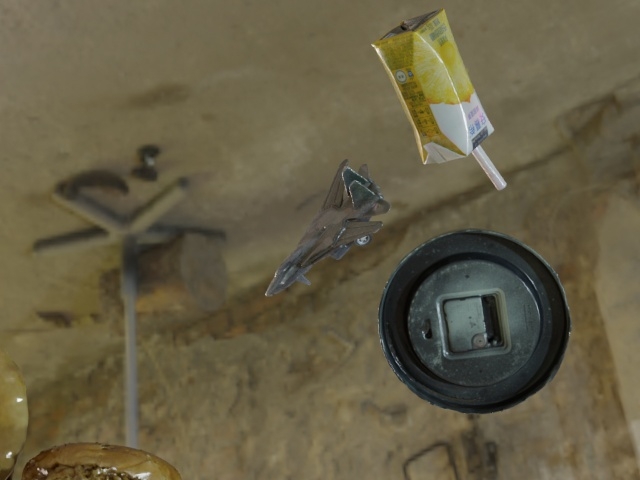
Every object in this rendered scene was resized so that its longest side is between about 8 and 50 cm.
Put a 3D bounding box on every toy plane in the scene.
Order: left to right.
[{"bbox_3d":[0.009,0.005,1.805,0.088,0.212,0.267,25,112,-30],"label":"toy plane"}]

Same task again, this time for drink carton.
[{"bbox_3d":[0.132,-0.138,1.158,0.075,0.084,0.200,-7,116,42],"label":"drink carton"}]

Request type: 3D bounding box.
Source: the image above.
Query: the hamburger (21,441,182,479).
[{"bbox_3d":[-0.276,0.376,1.395,0.261,0.211,0.245,24,133,-32],"label":"hamburger"}]

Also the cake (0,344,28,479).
[{"bbox_3d":[-0.595,0.281,1.531,0.333,0.332,0.321,7,151,-25],"label":"cake"}]

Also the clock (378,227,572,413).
[{"bbox_3d":[0.309,0.160,2.215,0.386,0.386,0.076,-12,-173,8],"label":"clock"}]
